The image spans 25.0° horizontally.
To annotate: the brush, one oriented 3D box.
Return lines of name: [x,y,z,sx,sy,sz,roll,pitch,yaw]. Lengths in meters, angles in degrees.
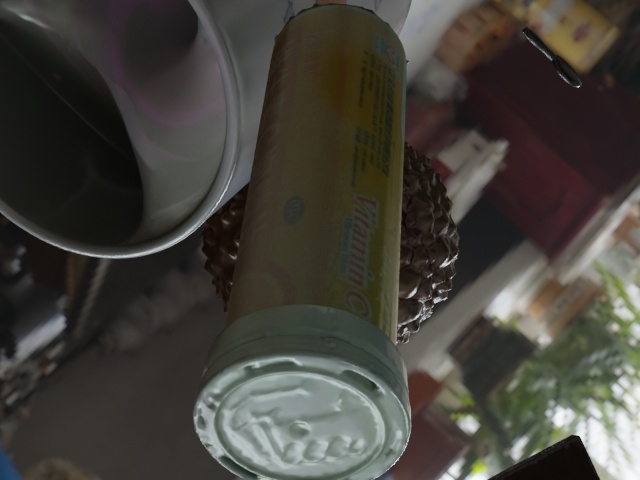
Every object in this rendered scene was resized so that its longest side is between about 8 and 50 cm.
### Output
brush: [0.217,-0.172,1.354,0.008,0.083,0.024,-29,-148,40]

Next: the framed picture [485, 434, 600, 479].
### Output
framed picture: [0.239,0.308,1.595,0.168,0.128,0.023,-25,-178,-14]

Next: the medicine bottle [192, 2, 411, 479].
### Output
medicine bottle: [0.001,-0.008,0.565,0.218,0.074,0.074,-84,-161,-49]

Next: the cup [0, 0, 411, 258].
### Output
cup: [-0.075,-0.149,0.923,0.212,0.212,0.317,-58,172,35]

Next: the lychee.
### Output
lychee: [0.000,0.000,1.077,0.200,0.200,0.238,-38,-167,-31]
